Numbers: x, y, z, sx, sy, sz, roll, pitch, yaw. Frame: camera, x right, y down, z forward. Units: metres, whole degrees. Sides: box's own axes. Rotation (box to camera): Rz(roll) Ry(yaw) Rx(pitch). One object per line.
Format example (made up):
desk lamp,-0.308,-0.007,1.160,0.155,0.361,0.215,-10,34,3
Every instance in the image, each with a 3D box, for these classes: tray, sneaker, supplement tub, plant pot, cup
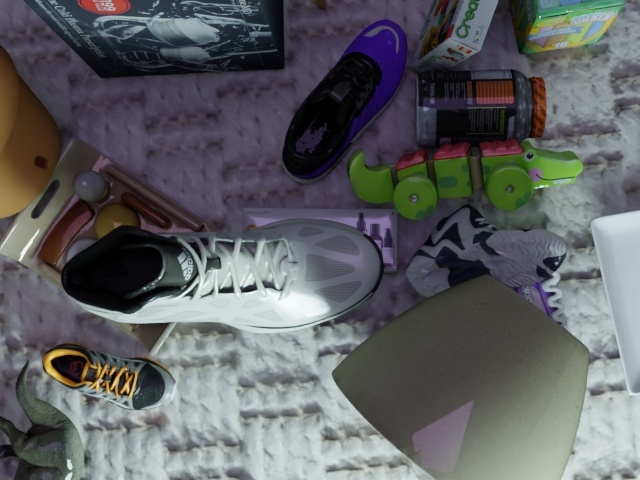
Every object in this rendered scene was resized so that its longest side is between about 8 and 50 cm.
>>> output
tray,0.501,0.086,1.313,0.145,0.030,0.270,-10,82,3
sneaker,-0.327,0.210,1.340,0.215,0.083,0.084,12,82,5
sneaker,-0.131,0.057,1.193,0.447,0.257,0.169,-4,89,0
sneaker,0.248,-0.004,1.279,0.235,0.153,0.094,-20,120,36
sneaker,0.312,0.121,1.299,0.104,0.095,0.236,-9,77,10
supplement tub,0.239,-0.199,1.327,0.190,0.117,0.117,0,83,5
sneaker,0.041,-0.218,1.330,0.102,0.146,0.293,33,87,8
plant pot,-0.533,-0.160,1.314,0.291,0.203,0.291,-8,69,22
cup,0.215,0.186,1.161,0.331,0.331,0.237,38,93,8

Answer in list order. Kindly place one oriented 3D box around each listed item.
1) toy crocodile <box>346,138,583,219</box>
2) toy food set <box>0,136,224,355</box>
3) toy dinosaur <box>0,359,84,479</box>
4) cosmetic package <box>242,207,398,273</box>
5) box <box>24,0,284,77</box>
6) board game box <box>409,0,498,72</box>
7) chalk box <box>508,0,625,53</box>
toy crocodile,0.208,-0.102,1.293,0.340,0.115,0.105,-5,108,12
toy food set,-0.318,0.007,1.359,0.306,0.092,0.219,33,86,8
toy dinosaur,-0.423,0.343,1.332,0.160,0.121,0.313,3,78,-7
cosmetic package,0.000,0.000,1.350,0.239,0.060,0.099,0,82,5
box,-0.225,-0.380,1.274,0.312,0.343,0.179,-3,81,5
board game box,0.232,-0.408,1.314,0.053,0.193,0.305,21,84,-10
chalk box,0.359,-0.377,1.290,0.132,0.213,0.132,-8,82,4
